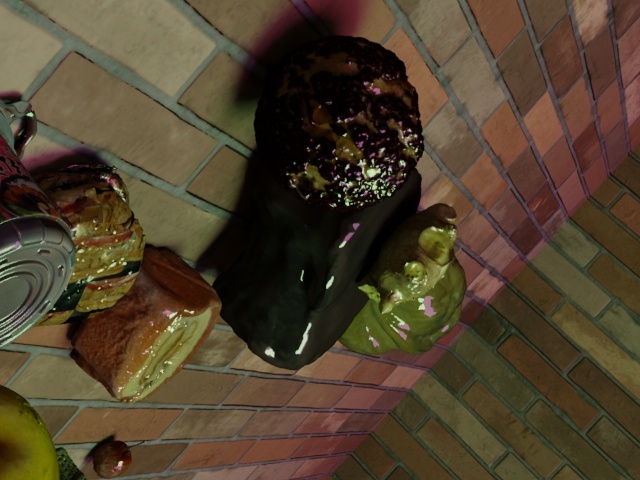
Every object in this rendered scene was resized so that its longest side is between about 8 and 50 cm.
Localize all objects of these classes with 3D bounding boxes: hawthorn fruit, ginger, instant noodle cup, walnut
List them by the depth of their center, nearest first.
[{"bbox_3d":[-0.354,0.002,1.002,0.302,0.181,0.258,-39,160,-19],"label":"instant noodle cup"},{"bbox_3d":[0.137,0.031,1.607,0.157,0.102,0.216,-32,-163,53],"label":"ginger"},{"bbox_3d":[-0.364,0.386,1.894,0.103,0.067,0.067,-37,163,14],"label":"hawthorn fruit"},{"bbox_3d":[0.155,0.102,2.120,0.277,0.282,0.253,-11,100,-66],"label":"walnut"}]

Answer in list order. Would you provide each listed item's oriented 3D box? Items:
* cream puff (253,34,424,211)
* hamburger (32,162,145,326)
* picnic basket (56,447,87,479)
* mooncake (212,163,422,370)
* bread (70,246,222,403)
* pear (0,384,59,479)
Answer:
[{"bbox_3d":[0.035,-0.158,1.396,0.239,0.239,0.165,-32,-173,-34],"label":"cream puff"},{"bbox_3d":[-0.307,0.010,1.237,0.231,0.107,0.231,-32,156,-16],"label":"hamburger"},{"bbox_3d":[-0.431,0.474,1.754,0.134,0.196,0.154,-29,155,-34],"label":"picnic basket"},{"bbox_3d":[0.000,0.000,1.670,0.350,0.212,0.381,-13,136,-60],"label":"mooncake"},{"bbox_3d":[-0.260,0.133,1.541,0.244,0.123,0.190,-54,160,24],"label":"bread"},{"bbox_3d":[-0.462,0.308,1.254,0.285,0.285,0.336,-28,156,-41],"label":"pear"}]
